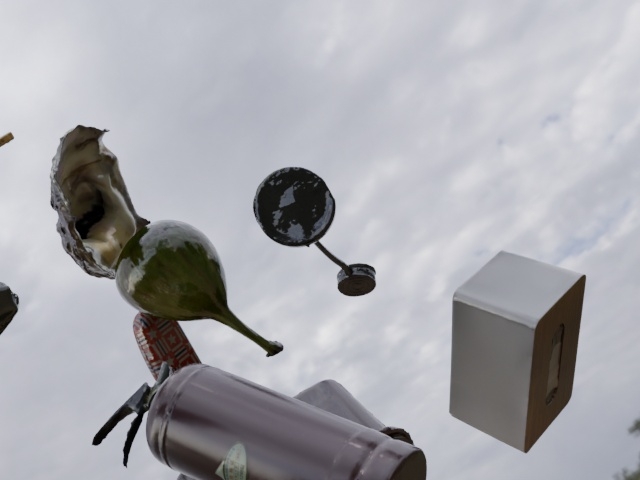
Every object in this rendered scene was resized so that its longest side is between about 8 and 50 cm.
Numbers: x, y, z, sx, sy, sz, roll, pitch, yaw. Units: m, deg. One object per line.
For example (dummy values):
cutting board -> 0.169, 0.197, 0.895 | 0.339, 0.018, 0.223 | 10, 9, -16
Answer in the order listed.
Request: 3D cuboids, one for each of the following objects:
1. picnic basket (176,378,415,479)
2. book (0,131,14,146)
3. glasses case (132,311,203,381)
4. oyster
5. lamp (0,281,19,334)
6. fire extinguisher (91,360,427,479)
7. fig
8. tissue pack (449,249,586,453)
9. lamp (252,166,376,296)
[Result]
picnic basket -> -0.033, 0.297, 1.069 | 0.297, 0.129, 0.222 | -31, -38, -9
book -> -0.509, -0.062, 1.082 | 0.170, 0.018, 0.241 | -13, 22, 31
glasses case -> -0.218, 0.186, 1.313 | 0.049, 0.194, 0.073 | -20, 12, 39
oyster -> -0.342, -0.043, 1.318 | 0.275, 0.101, 0.270 | -49, -34, -67
lamp -> -0.364, 0.098, 0.741 | 0.250, 0.101, 0.101 | -27, -26, 2
fire extinguisher -> -0.073, 0.210, 0.883 | 0.135, 0.337, 0.114 | -61, -30, -20
fig -> -0.175, 0.088, 1.242 | 0.151, 0.259, 0.151 | -40, -7, -6
tissue pack -> 0.291, 0.162, 1.326 | 0.159, 0.136, 0.246 | -35, -47, -40
lamp -> 0.005, 0.031, 1.326 | 0.130, 0.108, 0.371 | -14, -32, 5
